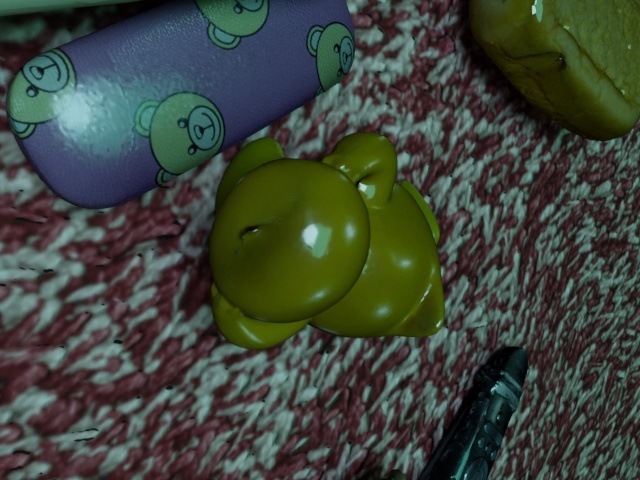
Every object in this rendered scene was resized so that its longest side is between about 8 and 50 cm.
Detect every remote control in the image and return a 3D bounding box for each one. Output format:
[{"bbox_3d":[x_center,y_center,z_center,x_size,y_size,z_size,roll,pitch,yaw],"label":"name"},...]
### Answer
[{"bbox_3d":[0.198,0.253,0.788,0.265,0.066,0.090,-58,138,-21],"label":"remote control"}]

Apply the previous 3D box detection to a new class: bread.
[{"bbox_3d":[0.311,-0.313,0.741,0.337,0.148,0.327,20,88,-39],"label":"bread"}]

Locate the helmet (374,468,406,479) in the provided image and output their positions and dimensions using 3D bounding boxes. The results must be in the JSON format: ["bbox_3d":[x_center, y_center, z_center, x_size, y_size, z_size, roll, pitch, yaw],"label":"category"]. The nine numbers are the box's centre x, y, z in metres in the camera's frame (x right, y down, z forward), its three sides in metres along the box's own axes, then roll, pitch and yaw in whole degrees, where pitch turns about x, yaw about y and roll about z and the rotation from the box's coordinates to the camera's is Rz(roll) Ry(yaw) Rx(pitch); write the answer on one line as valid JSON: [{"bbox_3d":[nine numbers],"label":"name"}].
[{"bbox_3d":[0.036,0.370,0.625,0.137,0.204,0.257,-8,108,2],"label":"helmet"}]

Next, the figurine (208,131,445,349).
[{"bbox_3d":[0.008,0.005,0.515,0.228,0.215,0.215,27,80,-32],"label":"figurine"}]

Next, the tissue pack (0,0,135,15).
[{"bbox_3d":[-0.123,-0.289,0.305,0.381,0.297,0.207,-25,65,-35],"label":"tissue pack"}]

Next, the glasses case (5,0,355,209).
[{"bbox_3d":[-0.094,-0.139,0.500,0.316,0.076,0.123,-36,115,-28],"label":"glasses case"}]
